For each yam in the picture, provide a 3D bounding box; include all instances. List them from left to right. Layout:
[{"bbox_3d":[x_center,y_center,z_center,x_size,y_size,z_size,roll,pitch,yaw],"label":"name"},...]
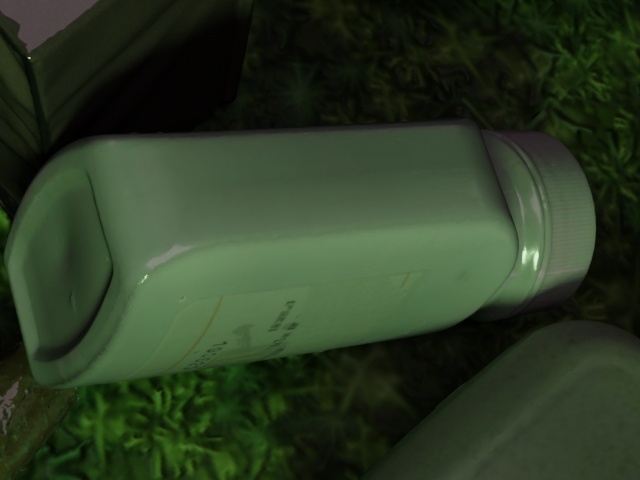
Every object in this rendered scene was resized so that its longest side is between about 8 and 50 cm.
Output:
[{"bbox_3d":[-0.176,0.109,0.743,0.054,0.054,0.132,38,64,0],"label":"yam"}]

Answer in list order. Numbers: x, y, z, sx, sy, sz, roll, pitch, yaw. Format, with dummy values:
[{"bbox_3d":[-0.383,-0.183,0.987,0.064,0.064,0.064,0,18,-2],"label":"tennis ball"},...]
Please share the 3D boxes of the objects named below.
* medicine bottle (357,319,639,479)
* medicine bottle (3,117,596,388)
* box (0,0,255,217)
[{"bbox_3d":[0.170,0.239,0.756,0.282,0.123,0.375,-38,85,-26],"label":"medicine bottle"},{"bbox_3d":[0.000,0.000,0.764,0.296,0.161,0.111,-5,69,-32],"label":"medicine bottle"},{"bbox_3d":[-0.139,-0.141,0.741,0.153,0.252,0.188,-40,83,-19],"label":"box"}]
